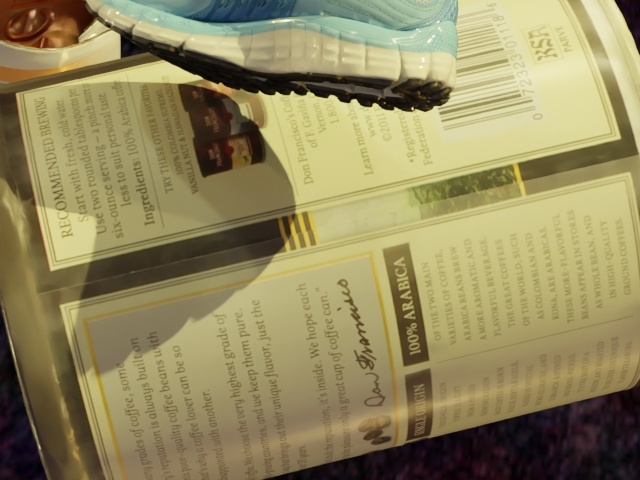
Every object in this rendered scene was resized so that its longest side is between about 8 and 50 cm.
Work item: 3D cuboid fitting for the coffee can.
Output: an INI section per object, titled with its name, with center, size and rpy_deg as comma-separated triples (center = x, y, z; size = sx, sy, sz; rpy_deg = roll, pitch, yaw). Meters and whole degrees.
[coffee can]
center = 0.000, 0.000, 0.840
size = 0.275, 0.201, 0.201
rpy_deg = -13, 115, -5

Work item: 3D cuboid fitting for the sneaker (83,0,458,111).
[sneaker]
center = -0.016, -0.096, 0.728
size = 0.162, 0.063, 0.073
rpy_deg = 11, 84, 24

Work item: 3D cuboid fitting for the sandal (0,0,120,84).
[sandal]
center = -0.157, -0.080, 1.037
size = 0.076, 0.102, 0.265
rpy_deg = 63, 155, 21
